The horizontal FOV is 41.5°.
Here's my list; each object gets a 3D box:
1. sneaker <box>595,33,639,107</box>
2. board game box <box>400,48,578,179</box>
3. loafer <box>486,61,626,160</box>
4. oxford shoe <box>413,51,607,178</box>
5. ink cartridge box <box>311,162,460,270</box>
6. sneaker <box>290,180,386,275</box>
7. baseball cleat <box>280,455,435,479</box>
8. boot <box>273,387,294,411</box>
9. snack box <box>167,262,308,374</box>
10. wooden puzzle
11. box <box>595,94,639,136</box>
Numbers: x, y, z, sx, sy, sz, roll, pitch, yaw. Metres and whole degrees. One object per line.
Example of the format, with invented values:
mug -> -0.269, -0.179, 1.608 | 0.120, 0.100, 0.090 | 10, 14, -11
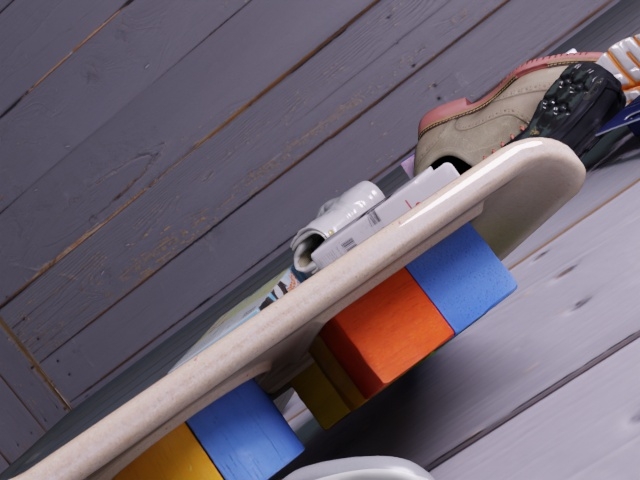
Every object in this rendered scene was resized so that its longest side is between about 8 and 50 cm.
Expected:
sneaker -> 0.369, -0.191, 0.906 | 0.215, 0.084, 0.083 | -35, -11, -3
board game box -> 0.298, -0.204, 1.454 | 0.318, 0.066, 0.318 | -33, 2, 13
loafer -> 0.226, -0.077, 0.864 | 0.223, 0.078, 0.076 | -51, 33, 13
oxford shoe -> 0.263, -0.140, 1.132 | 0.348, 0.123, 0.130 | -22, 44, 51
ink cartridge box -> 0.093, 0.002, 0.846 | 0.180, 0.104, 0.060 | -35, 4, 28
sneaker -> 0.000, 0.000, 1.553 | 0.169, 0.108, 0.292 | -39, -4, -25
baseball cleat -> -0.024, 0.149, 0.414 | 0.206, 0.072, 0.109 | -35, 4, 19
boot -> -0.130, 0.183, 0.874 | 0.236, 0.085, 0.178 | -38, 2, -4
snack box -> -0.127, 0.145, 1.449 | 0.187, 0.060, 0.322 | -36, 4, 15
wooden puzzle -> -0.022, 0.097, 0.521 | 0.347, 0.080, 0.322 | -29, -12, -17
box -> 0.370, -0.163, 0.780 | 0.225, 0.036, 0.136 | -38, 4, -9
